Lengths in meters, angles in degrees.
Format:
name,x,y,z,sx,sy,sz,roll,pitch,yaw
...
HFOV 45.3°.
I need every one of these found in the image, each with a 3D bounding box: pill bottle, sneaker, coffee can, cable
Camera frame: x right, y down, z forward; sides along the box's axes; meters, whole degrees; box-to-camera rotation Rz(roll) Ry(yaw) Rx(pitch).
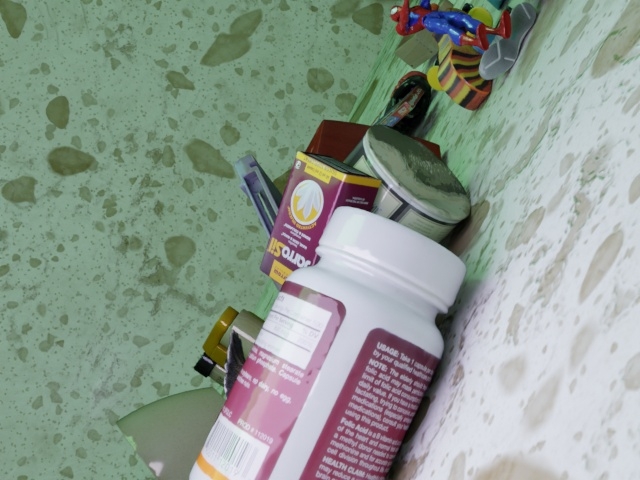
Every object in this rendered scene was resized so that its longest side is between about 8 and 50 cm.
name,x,y,z,sx,sy,sz,roll,pitch,yaw
pill bottle,0.018,0.171,0.966,0.392,0.224,0.224,-63,7,-7
sneaker,0.194,-0.303,1.946,0.276,0.097,0.135,-60,5,12
coffee can,0.073,-0.016,1.219,0.275,0.201,0.201,-49,13,29
sneaker,0.332,-0.347,1.368,0.152,0.053,0.061,-57,-1,-4
cable,0.332,-0.514,1.959,0.184,0.047,0.150,-63,7,2

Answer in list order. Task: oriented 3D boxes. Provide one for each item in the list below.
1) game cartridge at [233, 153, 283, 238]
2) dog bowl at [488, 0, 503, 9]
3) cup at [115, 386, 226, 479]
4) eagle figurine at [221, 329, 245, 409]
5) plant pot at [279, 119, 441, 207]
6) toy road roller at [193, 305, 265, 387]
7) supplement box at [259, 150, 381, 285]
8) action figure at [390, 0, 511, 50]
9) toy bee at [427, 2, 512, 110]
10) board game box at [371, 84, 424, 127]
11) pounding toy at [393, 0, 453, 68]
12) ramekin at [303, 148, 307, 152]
name,x,y,z,sx,sy,sz,roll,pitch,yaw
game cartridge,-0.062,0.010,1.581,0.068,0.230,0.355,-28,54,1
dog bowl,0.358,-0.614,1.730,0.074,0.166,0.297,-46,13,23
cup,-0.309,0.505,1.904,0.237,0.331,0.331,-38,0,-17
eagle figurine,-0.073,0.291,1.153,0.226,0.225,0.298,-53,-13,-69
plant pot,0.061,-0.073,1.442,0.267,0.235,0.267,-59,12,30
toy road roller,-0.205,0.293,2.222,0.240,0.202,0.329,-55,-2,-43
supplement box,-0.003,-0.020,1.095,0.104,0.080,0.188,31,108,40
action figure,0.210,-0.430,1.382,0.091,0.139,0.280,-30,31,-23
toy bee,0.266,-0.383,1.505,0.195,0.162,0.298,-61,7,29
board game box,0.127,-0.258,1.850,0.281,0.027,0.145,-39,10,31
pounding toy,0.330,-0.610,2.183,0.181,0.094,0.206,-60,15,-20
ramekin,0.032,-0.184,2.270,0.207,0.207,0.109,127,159,-53
